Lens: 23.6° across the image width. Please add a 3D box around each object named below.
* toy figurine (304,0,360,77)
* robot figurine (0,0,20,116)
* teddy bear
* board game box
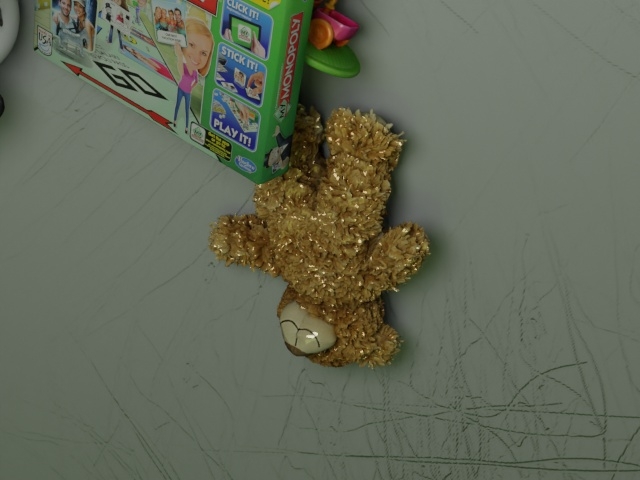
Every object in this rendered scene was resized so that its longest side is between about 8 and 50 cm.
[{"bbox_3d":[0.007,-0.269,1.454,0.173,0.130,0.159,40,113,13],"label":"toy figurine"},{"bbox_3d":[-0.431,-0.201,1.559,0.278,0.173,0.209,-32,135,30],"label":"robot figurine"},{"bbox_3d":[0.000,0.000,1.621,0.245,0.113,0.338,21,126,3],"label":"teddy bear"},{"bbox_3d":[-0.149,-0.216,1.466,0.317,0.046,0.213,31,131,27],"label":"board game box"}]
